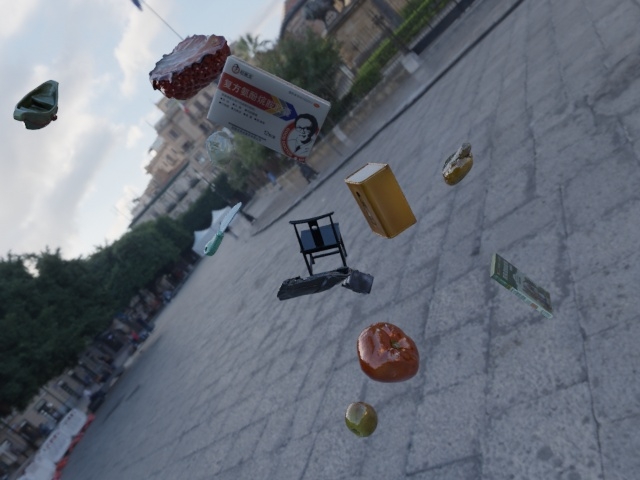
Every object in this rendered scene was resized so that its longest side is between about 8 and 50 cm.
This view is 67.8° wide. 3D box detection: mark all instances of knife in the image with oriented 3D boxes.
[{"bbox_3d":[-0.365,-0.048,1.799,0.260,0.034,0.063,-54,36,18],"label":"knife"}]

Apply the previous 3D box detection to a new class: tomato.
[{"bbox_3d":[0.255,0.441,1.843,0.180,0.259,0.260,-57,3,34],"label":"tomato"}]

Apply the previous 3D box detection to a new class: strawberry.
[{"bbox_3d":[-0.455,-0.621,1.736,0.336,0.149,0.265,-5,50,30],"label":"strawberry"}]

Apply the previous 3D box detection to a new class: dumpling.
[{"bbox_3d":[-0.216,-0.196,1.029,0.076,0.052,0.057,-60,-22,6],"label":"dumpling"}]

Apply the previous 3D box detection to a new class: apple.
[{"bbox_3d":[0.100,0.441,1.173,0.084,0.084,0.071,-36,20,46],"label":"apple"}]

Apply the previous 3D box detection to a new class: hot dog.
[{"bbox_3d":[0.397,-0.219,1.375,0.140,0.060,0.090,136,148,-57],"label":"hot dog"}]

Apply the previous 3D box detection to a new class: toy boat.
[{"bbox_3d":[-0.681,-0.320,1.148,0.185,0.089,0.071,-85,17,-47],"label":"toy boat"}]

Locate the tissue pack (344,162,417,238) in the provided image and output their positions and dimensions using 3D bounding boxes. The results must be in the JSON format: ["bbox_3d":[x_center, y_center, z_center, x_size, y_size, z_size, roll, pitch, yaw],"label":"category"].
[{"bbox_3d":[0.241,-0.166,1.957,0.145,0.275,0.194,-33,18,-9],"label":"tissue pack"}]

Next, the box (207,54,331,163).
[{"bbox_3d":[-0.168,-0.421,1.549,0.069,0.353,0.214,-84,19,-63],"label":"box"}]

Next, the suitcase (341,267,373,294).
[{"bbox_3d":[0.153,0.168,1.941,0.059,0.126,0.086,160,128,-68],"label":"suitcase"}]

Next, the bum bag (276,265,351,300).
[{"bbox_3d":[-0.023,0.136,1.520,0.248,0.060,0.123,-6,-25,-23],"label":"bum bag"}]

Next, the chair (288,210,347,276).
[{"bbox_3d":[0.000,0.000,1.646,0.154,0.260,0.141,-13,32,7],"label":"chair"}]

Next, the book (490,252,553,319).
[{"bbox_3d":[0.767,0.170,1.821,0.027,0.264,0.202,-56,-5,30],"label":"book"}]
